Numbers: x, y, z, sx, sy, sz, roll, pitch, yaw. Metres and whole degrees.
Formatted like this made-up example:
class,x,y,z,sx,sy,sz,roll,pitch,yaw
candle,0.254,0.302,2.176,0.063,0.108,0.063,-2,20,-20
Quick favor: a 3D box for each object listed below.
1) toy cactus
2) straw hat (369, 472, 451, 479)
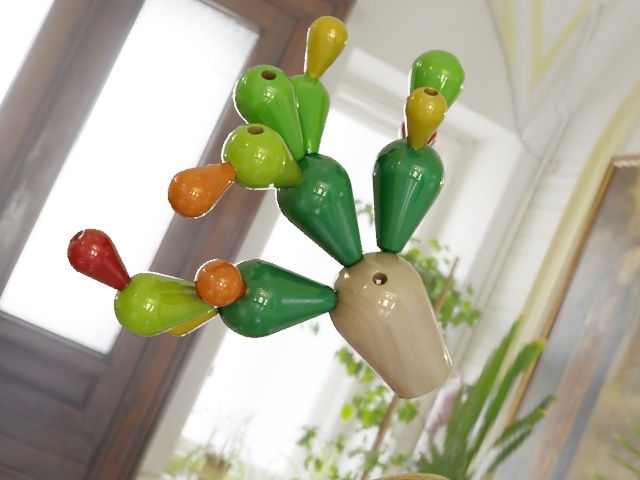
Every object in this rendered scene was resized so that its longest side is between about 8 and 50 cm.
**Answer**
class,x,y,z,sx,sy,sz,roll,pitch,yaw
toy cactus,0.000,0.000,0.509,0.112,0.219,0.180,-8,-62,54
straw hat,0.078,0.281,1.013,0.144,0.061,0.144,-10,5,1
